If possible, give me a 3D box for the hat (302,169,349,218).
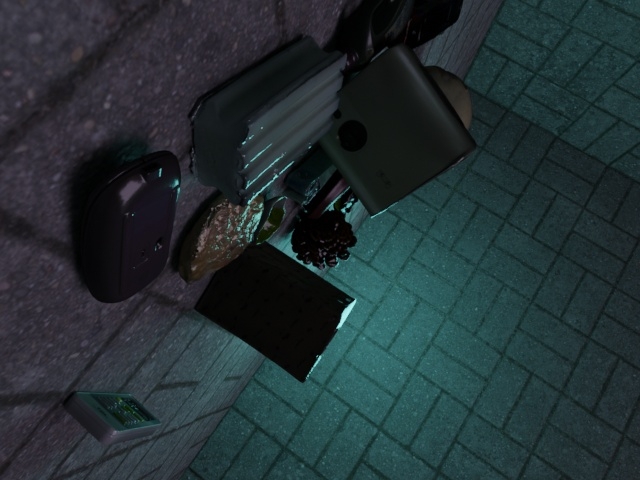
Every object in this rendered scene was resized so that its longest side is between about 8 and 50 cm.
[{"bbox_3d":[0.021,-0.149,1.170,0.205,0.089,0.205,-46,-178,2],"label":"hat"}]

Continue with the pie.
[{"bbox_3d":[-0.172,-0.021,0.772,0.218,0.052,0.185,-39,162,-56],"label":"pie"}]

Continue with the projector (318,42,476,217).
[{"bbox_3d":[0.156,-0.227,0.903,0.249,0.249,0.248,-35,-178,27],"label":"projector"}]

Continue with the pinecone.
[{"bbox_3d":[0.000,0.000,1.313,0.207,0.208,0.207,-54,170,-13],"label":"pinecone"}]

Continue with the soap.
[{"bbox_3d":[-0.074,-0.181,0.630,0.261,0.094,0.150,-48,163,-35],"label":"soap"}]

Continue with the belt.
[{"bbox_3d":[0.014,-0.193,1.058,0.302,0.072,0.087,-50,166,-32],"label":"belt"}]

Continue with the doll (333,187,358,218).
[{"bbox_3d":[0.107,-0.192,1.535,0.127,0.088,0.248,-9,126,-49],"label":"doll"}]

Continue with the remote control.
[{"bbox_3d":[-0.371,0.323,0.778,0.034,0.103,0.250,-50,168,-19],"label":"remote control"}]

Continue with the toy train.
[{"bbox_3d":[0.249,-0.542,1.026,0.409,0.089,0.086,-46,156,-42],"label":"toy train"}]

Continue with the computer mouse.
[{"bbox_3d":[-0.227,-0.012,0.509,0.120,0.057,0.232,-47,169,-45],"label":"computer mouse"}]

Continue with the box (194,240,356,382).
[{"bbox_3d":[-0.096,0.153,1.012,0.190,0.297,0.225,-61,170,8],"label":"box"}]

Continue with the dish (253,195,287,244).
[{"bbox_3d":[-0.120,-0.056,0.955,0.091,0.039,0.137,-39,160,-47],"label":"dish"}]

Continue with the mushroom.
[{"bbox_3d":[0.349,-0.425,1.477,0.314,0.314,0.336,-56,-169,-1],"label":"mushroom"}]

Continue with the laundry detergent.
[{"bbox_3d":[0.087,-0.386,0.775,0.221,0.078,0.144,-49,171,-27],"label":"laundry detergent"}]
